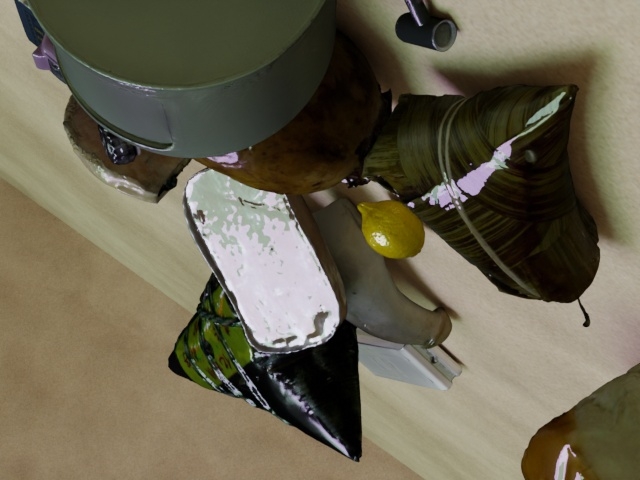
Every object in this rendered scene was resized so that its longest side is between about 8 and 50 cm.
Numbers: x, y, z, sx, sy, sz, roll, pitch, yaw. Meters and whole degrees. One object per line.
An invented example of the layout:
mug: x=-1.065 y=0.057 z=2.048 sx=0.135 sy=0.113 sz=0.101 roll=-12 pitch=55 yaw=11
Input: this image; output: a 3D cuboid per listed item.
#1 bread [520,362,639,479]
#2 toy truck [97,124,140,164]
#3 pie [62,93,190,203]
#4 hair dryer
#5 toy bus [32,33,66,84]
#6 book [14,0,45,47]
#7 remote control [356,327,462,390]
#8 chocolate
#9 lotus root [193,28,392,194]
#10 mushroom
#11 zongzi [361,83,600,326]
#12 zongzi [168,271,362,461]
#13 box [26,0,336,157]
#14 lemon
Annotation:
bread: x=0.348 y=0.255 z=1.161 sx=0.279 sy=0.225 sz=0.250 roll=39 pitch=166 yaw=19
toy truck: x=-0.177 y=-0.166 z=1.221 sx=0.286 sy=0.136 sz=0.111 roll=117 pitch=134 yaw=-73
pie: x=-0.248 y=-0.145 z=1.552 sx=0.185 sy=0.218 sz=0.052 roll=38 pitch=130 yaw=-3
hair dryer: x=0.069 y=-0.182 z=0.898 sx=0.047 sy=0.026 sz=0.083 roll=24 pitch=157 yaw=46
toy bus: x=-0.262 y=-0.214 z=1.489 sx=0.199 sy=0.108 sz=0.096 roll=38 pitch=167 yaw=4
book: x=-0.336 y=-0.253 z=1.741 sx=0.269 sy=0.025 sz=0.191 roll=39 pitch=167 yaw=0
remote control: x=0.121 y=0.177 z=1.885 sx=0.103 sy=0.055 sz=0.277 roll=42 pitch=165 yaw=-15
chocolate: x=-0.055 y=0.008 z=1.426 sx=0.157 sy=0.080 sz=0.254 roll=-15 pitch=108 yaw=32
lotus root: x=-0.060 y=-0.135 z=1.029 sx=0.314 sy=0.169 sz=0.141 roll=20 pitch=142 yaw=-20
mushroom: x=0.065 y=0.062 z=1.537 sx=0.118 sy=0.103 sz=0.270 roll=-24 pitch=130 yaw=25
zongzi: x=0.188 y=-0.027 z=0.937 sx=0.248 sy=0.111 sz=0.241 roll=39 pitch=161 yaw=-23
zongzi: x=-0.036 y=0.164 z=1.634 sx=0.383 sy=0.319 sz=0.362 roll=97 pitch=148 yaw=-69
box: x=-0.099 y=-0.188 z=0.882 sx=0.226 sy=0.226 sz=0.149 roll=37 pitch=166 yaw=10
lemon: x=0.080 y=-0.015 z=1.334 sx=0.092 sy=0.065 sz=0.065 roll=39 pitch=167 yaw=-11
